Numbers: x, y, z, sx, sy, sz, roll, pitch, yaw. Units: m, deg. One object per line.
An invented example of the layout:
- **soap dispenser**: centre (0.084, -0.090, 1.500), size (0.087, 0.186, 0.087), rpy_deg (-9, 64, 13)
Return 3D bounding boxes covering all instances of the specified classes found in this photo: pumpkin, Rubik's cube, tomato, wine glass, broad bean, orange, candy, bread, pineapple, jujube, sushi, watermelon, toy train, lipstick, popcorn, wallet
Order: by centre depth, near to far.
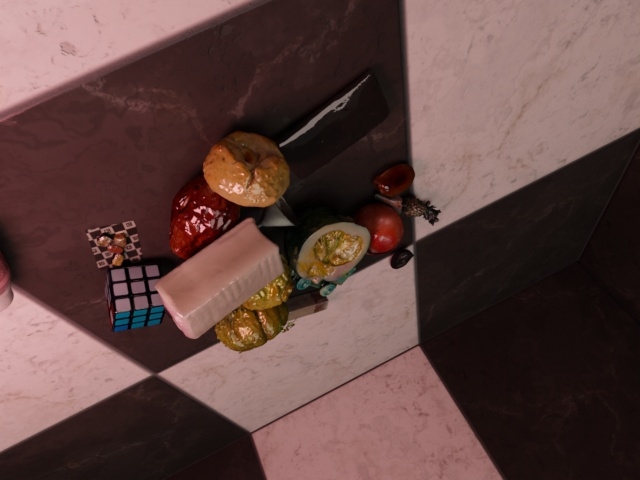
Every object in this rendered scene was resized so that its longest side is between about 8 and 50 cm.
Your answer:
- **bread**: centre (-0.190, -0.206, 1.251), size (0.244, 0.244, 0.134), rpy_deg (-6, 146, -30)
- **candy**: centre (-0.283, 0.113, 1.327), size (0.359, 0.145, 0.208), rpy_deg (-37, 159, -18)
- **jujube**: centre (-0.347, -0.064, 1.345), size (0.197, 0.197, 0.290), rpy_deg (5, 133, -39)
- **wallet**: centre (0.040, -0.343, 1.392), size (0.377, 0.051, 0.197), rpy_deg (-35, 142, 7)
- **sushi**: centre (-0.623, 0.032, 1.402), size (0.139, 0.031, 0.201), rpy_deg (-15, 142, -21)
- **Rubik's cube**: centre (-0.598, 0.182, 1.479), size (0.160, 0.163, 0.162), rpy_deg (-6, 153, -30)
- **wine glass**: centre (-0.205, -0.048, 1.510), size (0.232, 0.156, 0.156), rpy_deg (-35, 145, 12)
- **popcorn**: centre (-0.209, 0.116, 1.630), size (0.206, 0.251, 0.237), rpy_deg (-13, 157, 1)
- **pumpkin**: centre (0.000, 0.000, 1.647), size (0.293, 0.197, 0.263), rpy_deg (15, 111, -40)
- **broad bean**: centre (0.276, -0.224, 1.681), size (0.165, 0.084, 0.114), rpy_deg (-29, 143, -12)
- **tomato**: centre (0.218, -0.036, 1.764), size (0.208, 0.184, 0.208), rpy_deg (5, 139, 4)
- **watermelon**: centre (0.281, -0.148, 1.782), size (0.081, 0.094, 0.180), rpy_deg (-40, 159, 9)
- **orange**: centre (-0.274, 0.299, 1.808), size (0.300, 0.223, 0.301), rpy_deg (-26, -175, -25)
- **pineapple**: centre (0.408, -0.125, 1.881), size (0.221, 0.103, 0.083), rpy_deg (10, 129, -41)
- **toy train**: centre (-0.004, 0.120, 1.889), size (0.194, 0.120, 0.298), rpy_deg (-50, 141, 15)
- **lipstick**: centre (-0.148, 0.313, 2.052), size (0.371, 0.076, 0.080), rpy_deg (-13, 144, -22)

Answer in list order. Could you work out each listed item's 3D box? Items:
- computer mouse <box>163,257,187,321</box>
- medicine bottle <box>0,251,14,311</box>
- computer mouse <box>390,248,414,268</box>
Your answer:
- **computer mouse**: centre (-0.409, 0.136, 1.491), size (0.100, 0.269, 0.170), rpy_deg (8, 150, 10)
- **medicine bottle**: centre (-0.890, 0.085, 1.183), size (0.147, 0.147, 0.247), rpy_deg (-13, 142, -23)
- **computer mouse**: centre (0.378, 0.084, 2.164), size (0.099, 0.057, 0.172), rpy_deg (-20, 156, -16)
